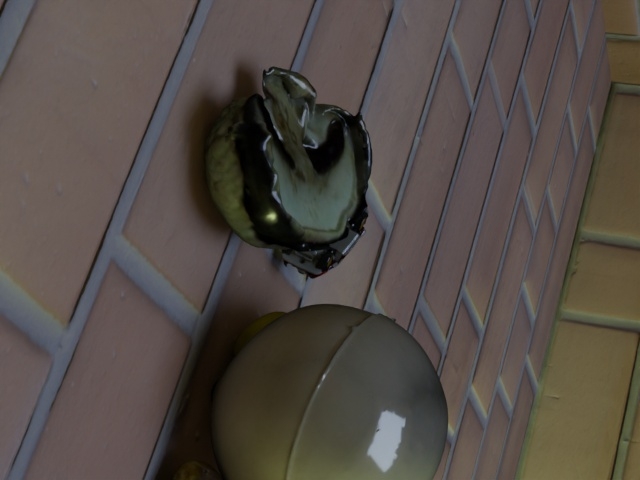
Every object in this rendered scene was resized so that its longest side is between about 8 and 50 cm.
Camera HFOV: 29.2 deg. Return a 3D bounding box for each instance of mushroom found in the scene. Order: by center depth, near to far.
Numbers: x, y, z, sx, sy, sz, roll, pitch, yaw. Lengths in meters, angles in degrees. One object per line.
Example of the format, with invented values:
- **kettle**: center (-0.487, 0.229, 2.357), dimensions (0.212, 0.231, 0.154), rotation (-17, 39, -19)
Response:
- **mushroom**: center (-0.050, -0.102, 1.601), dimensions (0.344, 0.130, 0.247), rotation (-30, 110, -65)

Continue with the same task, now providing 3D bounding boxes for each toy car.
- **toy car**: center (0.000, 0.000, 1.801), dimensions (0.139, 0.112, 0.112), rotation (-59, 167, -24)

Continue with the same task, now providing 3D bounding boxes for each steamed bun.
- **steamed bun**: center (0.013, 0.247, 1.637), dimensions (0.374, 0.334, 0.334), rotation (30, 71, -68)

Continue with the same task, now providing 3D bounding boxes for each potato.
- **potato**: center (-0.166, 0.359, 1.540), dimensions (0.107, 0.080, 0.170), rotation (-6, 102, -60)
